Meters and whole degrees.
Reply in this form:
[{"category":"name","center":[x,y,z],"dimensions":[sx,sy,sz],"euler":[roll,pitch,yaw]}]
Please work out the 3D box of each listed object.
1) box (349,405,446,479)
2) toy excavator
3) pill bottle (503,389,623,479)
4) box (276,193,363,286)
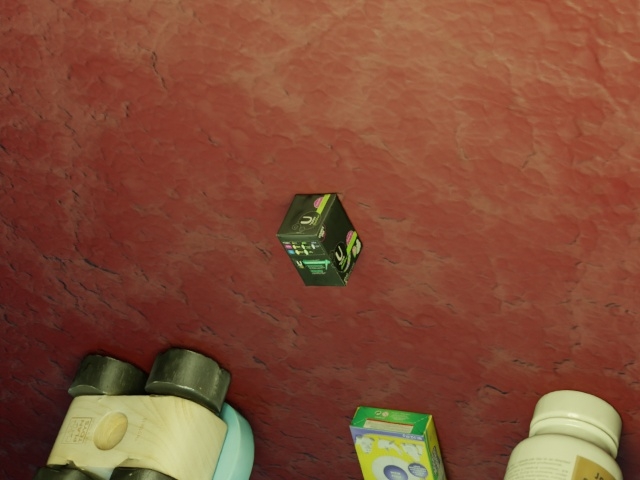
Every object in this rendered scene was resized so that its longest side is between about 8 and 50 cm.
[{"category":"box","center":[0.107,0.298,1.618],"dimensions":[0.105,0.043,0.179],"euler":[3,131,25]},{"category":"toy excavator","center":[-0.229,0.364,1.786],"dimensions":[0.433,0.222,0.445],"euler":[-6,143,35]},{"category":"pill bottle","center":[0.268,0.289,1.385],"dimensions":[0.131,0.229,0.131],"euler":[15,142,12]},{"category":"box","center":[0.000,0.000,1.311],"dimensions":[0.052,0.062,0.083],"euler":[-1,137,30]}]
